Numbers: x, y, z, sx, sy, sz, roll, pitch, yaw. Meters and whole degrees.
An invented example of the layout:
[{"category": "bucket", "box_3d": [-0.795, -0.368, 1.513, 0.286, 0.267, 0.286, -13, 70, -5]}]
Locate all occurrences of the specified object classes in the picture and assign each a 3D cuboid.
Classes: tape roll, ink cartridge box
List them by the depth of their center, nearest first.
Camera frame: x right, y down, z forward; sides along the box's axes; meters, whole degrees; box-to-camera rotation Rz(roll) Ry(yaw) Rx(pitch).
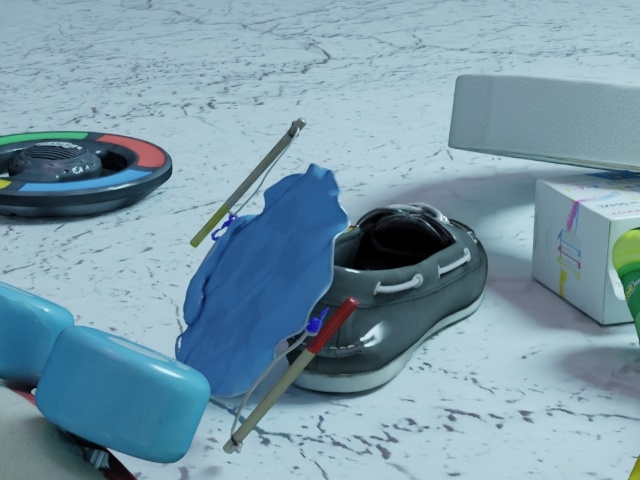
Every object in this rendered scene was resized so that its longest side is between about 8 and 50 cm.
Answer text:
[{"category": "ink cartridge box", "box_3d": [0.245, 0.006, 1.419, 0.092, 0.089, 0.143, -6, 19, -20]}, {"category": "tape roll", "box_3d": [0.312, -0.094, 1.592, 0.392, 0.072, 0.392, 7, 2, 0]}]

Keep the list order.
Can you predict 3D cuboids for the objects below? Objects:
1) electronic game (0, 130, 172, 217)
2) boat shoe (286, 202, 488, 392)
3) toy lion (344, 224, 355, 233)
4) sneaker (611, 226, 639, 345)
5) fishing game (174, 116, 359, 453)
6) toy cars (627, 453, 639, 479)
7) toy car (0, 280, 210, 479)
[{"category": "electronic game", "box_3d": [-0.259, -0.071, 1.709, 0.229, 0.048, 0.229, 0, 18, 0]}, {"category": "boat shoe", "box_3d": [0.061, 0.018, 1.366, 0.112, 0.095, 0.335, 7, 19, 18]}, {"category": "toy lion", "box_3d": [0.000, 0.000, 1.533, 0.100, 0.034, 0.096, 2, 11, 6]}, {"category": "sneaker", "box_3d": [0.328, 0.049, 1.219, 0.109, 0.123, 0.295, -14, 11, -29]}, {"category": "fishing game", "box_3d": [-0.037, 0.034, 1.218, 0.041, 0.189, 0.264, 32, 18, -26]}, {"category": "toy cars", "box_3d": [0.332, 0.121, 1.073, 0.394, 0.087, 0.176, -6, 20, -21]}, {"category": "toy car", "box_3d": [-0.099, 0.160, 0.853, 0.238, 0.219, 0.210, 24, -3, -43]}]
